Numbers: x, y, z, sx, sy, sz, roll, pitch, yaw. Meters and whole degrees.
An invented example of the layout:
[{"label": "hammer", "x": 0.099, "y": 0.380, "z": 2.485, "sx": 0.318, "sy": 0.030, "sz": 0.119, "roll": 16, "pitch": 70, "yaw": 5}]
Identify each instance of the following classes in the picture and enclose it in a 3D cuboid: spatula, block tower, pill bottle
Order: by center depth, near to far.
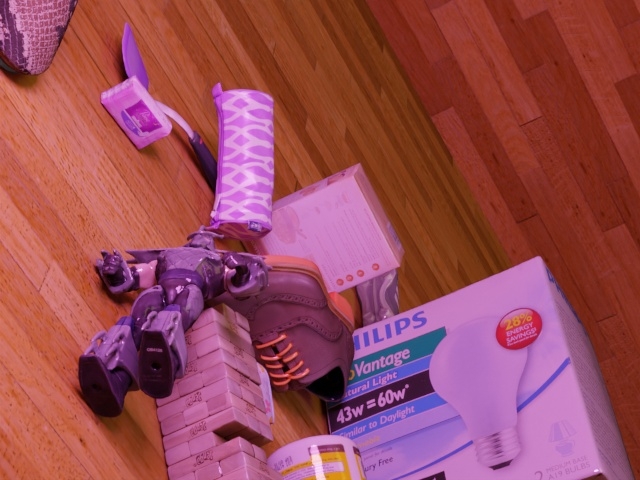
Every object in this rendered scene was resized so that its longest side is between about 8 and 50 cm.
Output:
[{"label": "block tower", "x": -0.102, "y": 0.231, "z": 1.460, "sx": 0.091, "sy": 0.097, "sz": 0.335, "roll": 40, "pitch": 29, "yaw": -55}, {"label": "pill bottle", "x": 0.011, "y": 0.342, "z": 1.603, "sx": 0.117, "sy": 0.117, "sz": 0.215, "roll": 39, "pitch": 31, "yaw": -56}, {"label": "spatula", "x": -0.186, "y": -0.150, "z": 1.821, "sx": 0.296, "sy": 0.030, "sz": 0.084, "roll": 55, "pitch": 21, "yaw": -34}]

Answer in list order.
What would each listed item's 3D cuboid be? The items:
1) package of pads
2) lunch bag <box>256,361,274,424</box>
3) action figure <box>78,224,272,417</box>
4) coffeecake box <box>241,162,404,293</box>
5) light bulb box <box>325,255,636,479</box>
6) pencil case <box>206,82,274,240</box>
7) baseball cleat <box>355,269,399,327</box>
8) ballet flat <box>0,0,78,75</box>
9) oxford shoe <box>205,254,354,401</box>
[{"label": "package of pads", "x": -0.222, "y": -0.155, "z": 1.685, "sx": 0.083, "sy": 0.050, "sz": 0.032, "roll": 54, "pitch": 21, "yaw": -33}, {"label": "lunch bag", "x": -0.093, "y": 0.174, "z": 1.630, "sx": 0.071, "sy": 0.053, "sz": 0.083, "roll": 30, "pitch": 48, "yaw": -59}, {"label": "action figure", "x": -0.150, "y": 0.058, "z": 1.427, "sx": 0.285, "sy": 0.185, "sz": 0.099, "roll": -68, "pitch": 147, "yaw": -58}, {"label": "coffeecake box", "x": 0.000, "y": 0.000, "z": 1.914, "sx": 0.142, "sy": 0.185, "sz": 0.068, "roll": 62, "pitch": 17, "yaw": -13}, {"label": "light bulb box", "x": 0.215, "y": 0.271, "z": 1.904, "sx": 0.225, "sy": 0.358, "sz": 0.361, "roll": 52, "pitch": 21, "yaw": -44}, {"label": "pencil case", "x": -0.106, "y": -0.099, "z": 1.837, "sx": 0.088, "sy": 0.086, "sz": 0.206, "roll": 9, "pitch": 69, "yaw": -24}, {"label": "baseball cleat", "x": 0.099, "y": 0.118, "z": 2.292, "sx": 0.206, "sy": 0.072, "sz": 0.109, "roll": -82, "pitch": 158, "yaw": -53}, {"label": "ballet flat", "x": -0.321, "y": -0.420, "z": 1.517, "sx": 0.164, "sy": 0.182, "sz": 0.483, "roll": 33, "pitch": 37, "yaw": -63}, {"label": "oxford shoe", "x": -0.041, "y": 0.113, "z": 1.753, "sx": 0.363, "sy": 0.130, "sz": 0.133, "roll": 34, "pitch": 44, "yaw": -58}]
